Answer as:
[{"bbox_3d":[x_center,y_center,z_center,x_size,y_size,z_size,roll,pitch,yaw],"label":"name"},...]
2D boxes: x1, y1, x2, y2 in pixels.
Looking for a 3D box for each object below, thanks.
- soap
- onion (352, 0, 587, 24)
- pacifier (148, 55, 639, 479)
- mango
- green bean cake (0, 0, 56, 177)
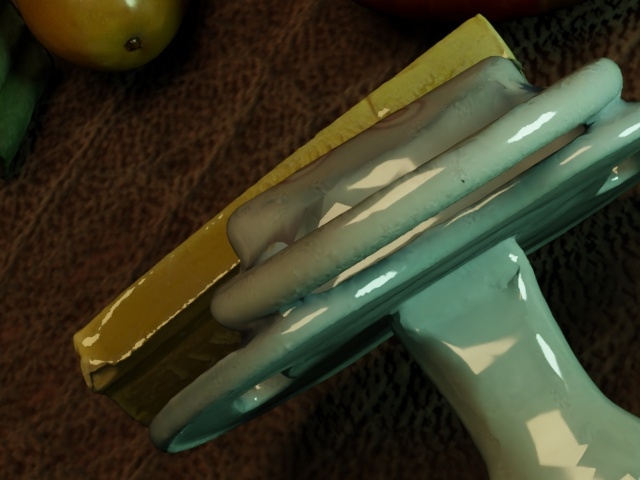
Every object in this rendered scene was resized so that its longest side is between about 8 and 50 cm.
[{"bbox_3d":[0.000,-0.001,0.880,0.252,0.092,0.037,-38,54,0],"label":"soap"},{"bbox_3d":[0.091,-0.222,0.941,0.248,0.161,0.248,-26,33,18],"label":"onion"},{"bbox_3d":[0.077,0.045,0.764,0.287,0.238,0.226,-33,84,-7],"label":"pacifier"},{"bbox_3d":[-0.124,-0.168,1.041,0.102,0.085,0.184,7,44,-18],"label":"mango"},{"bbox_3d":[-0.258,-0.123,1.027,0.181,0.173,0.094,10,67,32],"label":"green bean cake"}]
